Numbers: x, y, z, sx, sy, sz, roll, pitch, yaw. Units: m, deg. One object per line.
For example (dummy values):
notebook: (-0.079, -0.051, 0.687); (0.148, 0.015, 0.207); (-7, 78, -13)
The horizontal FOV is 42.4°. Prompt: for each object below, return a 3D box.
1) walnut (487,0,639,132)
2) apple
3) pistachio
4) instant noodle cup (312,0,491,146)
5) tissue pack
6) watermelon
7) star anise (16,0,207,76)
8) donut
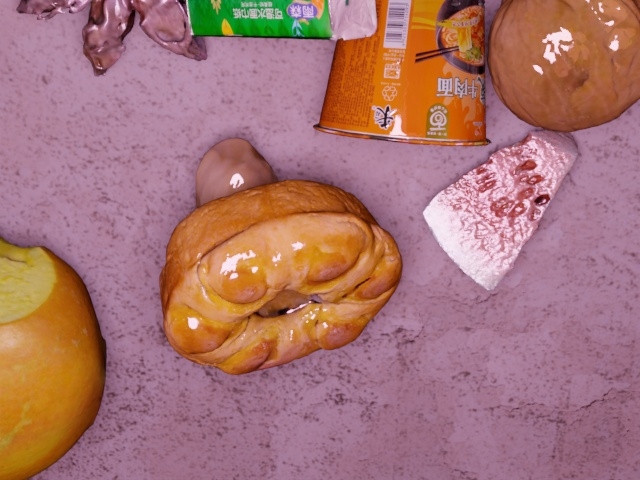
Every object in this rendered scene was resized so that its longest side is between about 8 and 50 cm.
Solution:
walnut: (0.316, -0.252, 1.044); (0.228, 0.228, 0.228); (-1, 111, -2)
apple: (-0.474, 0.149, 1.125); (0.374, 0.374, 0.384); (-8, 72, 1)
pistachio: (-0.119, -0.053, 1.145); (0.124, 0.124, 0.185); (18, 111, -9)
instant noodle cup: (0.110, -0.221, 1.047); (0.230, 0.230, 0.182); (3, 101, -3)
tissue pack: (-0.034, -0.311, 0.953); (0.209, 0.156, 0.148); (10, 112, 33)
watermelon: (0.270, -0.067, 1.184); (0.154, 0.094, 0.241); (43, 103, -6)
star anise: (-0.243, -0.361, 1.026); (0.332, 0.117, 0.331); (-3, 112, -7)
donut: (-0.056, 0.052, 1.079); (0.299, 0.150, 0.317); (-45, 142, 20)
